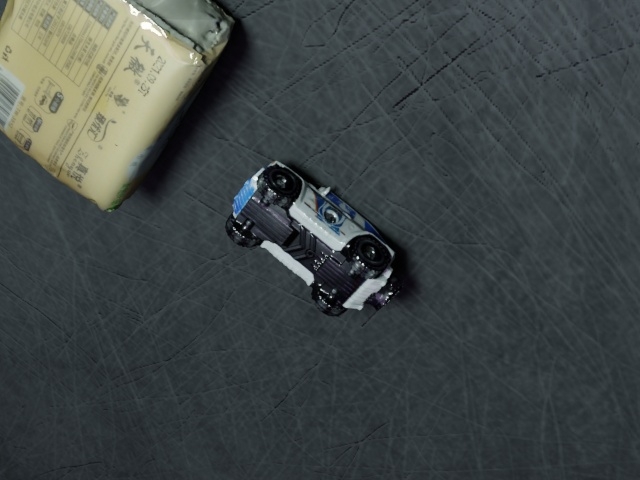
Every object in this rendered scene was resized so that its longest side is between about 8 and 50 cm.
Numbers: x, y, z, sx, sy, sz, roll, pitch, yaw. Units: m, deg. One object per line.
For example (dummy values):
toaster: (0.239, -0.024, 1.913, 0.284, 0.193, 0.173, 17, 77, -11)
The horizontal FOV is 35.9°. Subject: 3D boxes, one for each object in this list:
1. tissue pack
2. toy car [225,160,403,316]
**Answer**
tissue pack: (-0.197, -0.157, 0.868, 0.186, 0.090, 0.222, 38, 129, -1)
toy car: (0.000, 0.000, 0.902, 0.171, 0.070, 0.080, 38, 130, -2)
